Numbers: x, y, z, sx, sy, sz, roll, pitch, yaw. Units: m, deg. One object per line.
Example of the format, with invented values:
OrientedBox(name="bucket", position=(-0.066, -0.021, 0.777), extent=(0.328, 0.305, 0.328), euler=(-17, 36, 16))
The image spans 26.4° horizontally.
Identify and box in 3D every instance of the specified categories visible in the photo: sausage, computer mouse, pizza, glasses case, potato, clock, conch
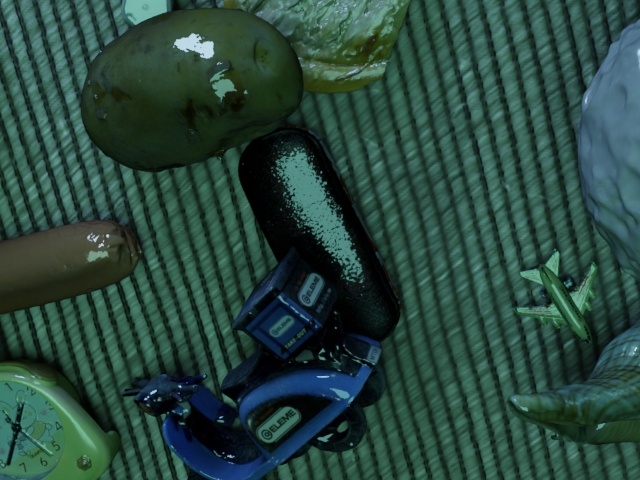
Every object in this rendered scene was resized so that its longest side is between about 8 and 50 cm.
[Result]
OrientedBox(name="sausage", position=(-0.344, 0.037, 1.558), extent=(0.289, 0.086, 0.086), euler=(-12, 104, 12))
OrientedBox(name="computer mouse", position=(-0.183, -0.280, 1.470), extent=(0.056, 0.032, 0.110), euler=(6, 99, 5))
OrientedBox(name="pizza", position=(0.030, -0.264, 1.443), extent=(0.181, 0.034, 0.262), euler=(45, 107, -5))
OrientedBox(name="glasses case", position=(0.000, 0.000, 1.506), extent=(0.103, 0.067, 0.266), euler=(-22, 103, 14))
OrientedBox(name="potato", position=(-0.142, -0.157, 1.422), extent=(0.262, 0.165, 0.165), euler=(-8, 105, 26))
OrientedBox(name="clock", position=(-0.362, 0.209, 1.620), extent=(0.170, 0.069, 0.232), euler=(-33, 98, 16))
OrientedBox(name="conch", position=(0.367, 0.147, 1.447), extent=(0.386, 0.169, 0.203), euler=(9, 144, -11))

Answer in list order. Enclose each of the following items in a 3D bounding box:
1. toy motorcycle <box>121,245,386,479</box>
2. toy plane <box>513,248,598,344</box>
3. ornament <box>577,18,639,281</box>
OrientedBox(name="toy motorcycle", position=(-0.077, 0.176, 1.522), extent=(0.212, 0.125, 0.358), euler=(40, 126, -8))
OrientedBox(name="toy plane", position=(0.268, 0.067, 1.502), extent=(0.102, 0.040, 0.111), euler=(-31, 100, 17))
OrientedBox(name="ornament", position=(0.401, -0.085, 1.292), extent=(0.337, 0.337, 0.337), euler=(2, 106, 8))
